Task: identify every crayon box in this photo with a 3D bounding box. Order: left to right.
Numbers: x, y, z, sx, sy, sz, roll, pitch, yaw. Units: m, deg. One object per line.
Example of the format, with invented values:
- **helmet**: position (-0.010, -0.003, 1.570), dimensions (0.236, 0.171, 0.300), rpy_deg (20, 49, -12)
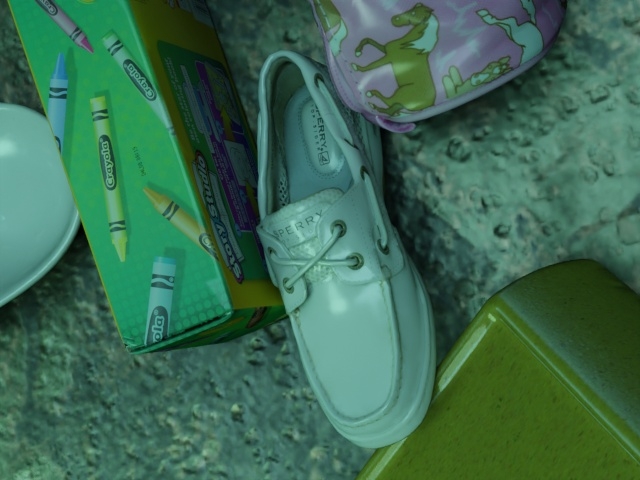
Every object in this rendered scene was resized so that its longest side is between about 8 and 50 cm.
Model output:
- **crayon box**: position (-0.109, -0.068, 1.033), dimensions (0.081, 0.165, 0.278), rpy_deg (-21, 83, 15)

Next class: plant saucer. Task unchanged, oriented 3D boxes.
- **plant saucer**: position (0.106, 0.184, 0.897), dimensions (0.081, 0.333, 0.332), rpy_deg (31, 99, -27)

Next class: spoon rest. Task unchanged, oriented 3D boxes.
- **spoon rest**: position (-0.265, 0.031, 1.118), dimensions (0.137, 0.084, 0.276), rpy_deg (26, 97, 14)

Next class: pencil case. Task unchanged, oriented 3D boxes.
- **pencil case**: position (0.014, -0.254, 0.929), dimensions (0.167, 0.160, 0.386), rpy_deg (-17, 117, 29)

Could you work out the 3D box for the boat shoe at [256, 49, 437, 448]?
- **boat shoe**: position (0.000, 0.000, 0.995), dimensions (0.098, 0.096, 0.277), rpy_deg (-24, 61, 20)
